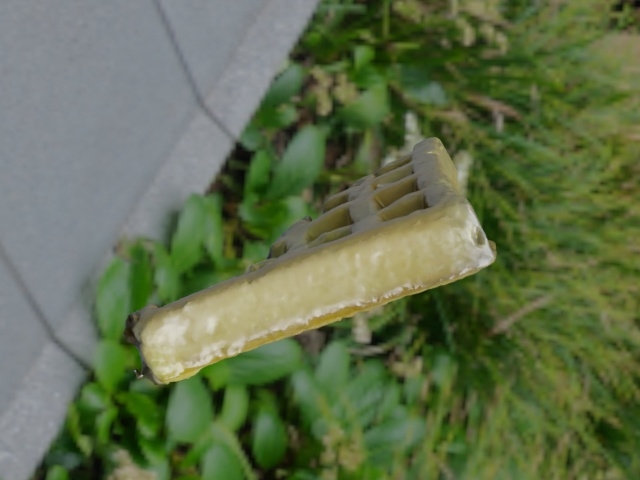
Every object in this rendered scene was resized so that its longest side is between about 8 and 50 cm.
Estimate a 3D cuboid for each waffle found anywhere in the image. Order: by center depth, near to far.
[{"bbox_3d":[0.000,0.000,0.437,0.153,0.097,0.023,-78,148,-78],"label":"waffle"}]
